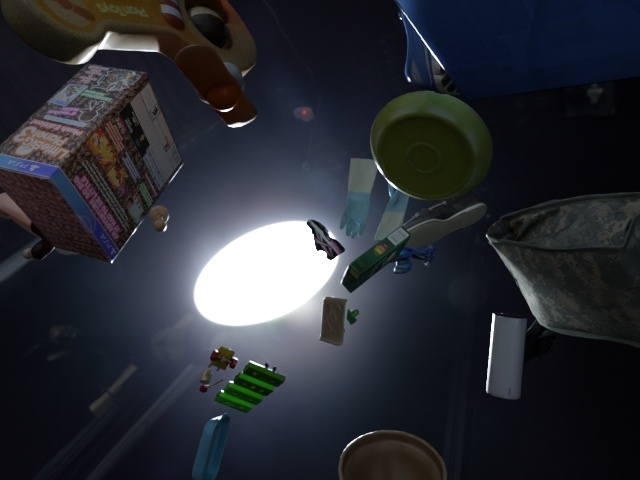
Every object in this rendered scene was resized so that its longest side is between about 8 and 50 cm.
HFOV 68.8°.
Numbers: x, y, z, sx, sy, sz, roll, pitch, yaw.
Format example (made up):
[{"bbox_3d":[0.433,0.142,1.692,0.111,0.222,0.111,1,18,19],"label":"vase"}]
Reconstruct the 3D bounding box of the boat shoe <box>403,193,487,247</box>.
[{"bbox_3d":[0.366,-0.069,1.474,0.335,0.112,0.095,-19,-133,-20],"label":"boat shoe"}]

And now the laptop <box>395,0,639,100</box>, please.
[{"bbox_3d":[0.193,-0.155,0.340,0.236,0.382,0.407,-31,-131,28],"label":"laptop"}]

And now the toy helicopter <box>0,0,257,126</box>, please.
[{"bbox_3d":[-0.185,-0.239,0.551,0.140,0.235,0.355,-27,-171,30],"label":"toy helicopter"}]

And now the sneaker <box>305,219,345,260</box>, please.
[{"bbox_3d":[0.000,0.000,1.670,0.077,0.072,0.178,-47,-112,15],"label":"sneaker"}]

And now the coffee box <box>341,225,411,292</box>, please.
[{"bbox_3d":[0.137,0.046,1.159,0.184,0.113,0.040,-35,-108,-24],"label":"coffee box"}]

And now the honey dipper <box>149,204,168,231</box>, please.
[{"bbox_3d":[-0.256,-0.035,0.745,0.030,0.030,0.161,-33,-162,-12],"label":"honey dipper"}]

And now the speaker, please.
[{"bbox_3d":[0.312,0.191,0.784,0.055,0.136,0.055,5,179,0],"label":"speaker"}]

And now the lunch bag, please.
[{"bbox_3d":[0.466,0.050,0.840,0.169,0.235,0.287,-45,-160,-22],"label":"lunch bag"}]

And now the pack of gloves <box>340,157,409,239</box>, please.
[{"bbox_3d":[0.162,-0.103,1.299,0.195,0.232,0.046,3,-160,-18],"label":"pack of gloves"}]

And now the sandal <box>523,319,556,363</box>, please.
[{"bbox_3d":[0.554,0.262,1.186,0.054,0.097,0.254,9,-169,40],"label":"sandal"}]

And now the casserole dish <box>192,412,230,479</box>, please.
[{"bbox_3d":[-0.284,0.539,1.209,0.037,0.114,0.188,10,-100,14],"label":"casserole dish"}]

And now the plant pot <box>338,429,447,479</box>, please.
[{"bbox_3d":[0.161,0.552,1.052,0.237,0.109,0.237,-4,-162,1],"label":"plant pot"}]

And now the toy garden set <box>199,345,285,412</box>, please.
[{"bbox_3d":[-0.240,0.385,1.309,0.244,0.204,0.049,-48,-158,39],"label":"toy garden set"}]

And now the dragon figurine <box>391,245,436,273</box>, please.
[{"bbox_3d":[0.283,0.062,1.691,0.289,0.085,0.144,-18,-142,-26],"label":"dragon figurine"}]

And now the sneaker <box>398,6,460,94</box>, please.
[{"bbox_3d":[0.179,-0.396,0.712,0.130,0.330,0.147,-3,-164,-33],"label":"sneaker"}]

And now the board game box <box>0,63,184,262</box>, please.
[{"bbox_3d":[-0.423,-0.149,0.895,0.141,0.232,0.291,13,-125,14],"label":"board game box"}]

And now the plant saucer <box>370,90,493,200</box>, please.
[{"bbox_3d":[0.203,-0.166,0.901,0.241,0.241,0.037,1,-141,33],"label":"plant saucer"}]

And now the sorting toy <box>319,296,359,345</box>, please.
[{"bbox_3d":[0.025,0.108,0.623,0.083,0.012,0.062,-4,-103,61],"label":"sorting toy"}]

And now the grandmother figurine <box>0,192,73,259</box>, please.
[{"bbox_3d":[-0.672,-0.048,1.138,0.342,0.104,0.207,21,-82,32],"label":"grandmother figurine"}]
